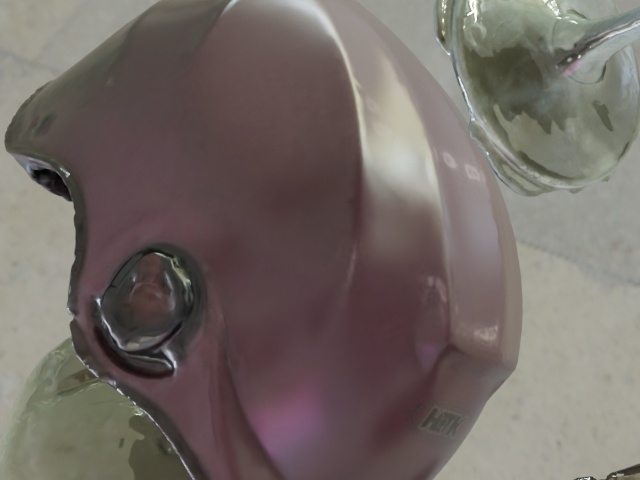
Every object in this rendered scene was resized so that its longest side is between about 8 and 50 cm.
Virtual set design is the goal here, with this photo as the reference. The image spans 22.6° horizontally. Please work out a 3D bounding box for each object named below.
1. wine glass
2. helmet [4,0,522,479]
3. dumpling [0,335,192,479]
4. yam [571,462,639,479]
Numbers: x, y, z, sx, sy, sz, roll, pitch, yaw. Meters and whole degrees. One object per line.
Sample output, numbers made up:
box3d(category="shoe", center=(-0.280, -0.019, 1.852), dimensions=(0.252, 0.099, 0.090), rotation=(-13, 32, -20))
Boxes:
box3d(category="wine glass", center=(0.160, -0.098, 0.599), dimensions=(0.232, 0.156, 0.156), rotation=(-20, 42, 51))
box3d(category="helmet", center=(0.000, 0.000, 0.852), dimensions=(0.197, 0.271, 0.338), rotation=(-38, 60, 14))
box3d(category="dumpling", center=(-0.113, 0.175, 0.964), dimensions=(0.187, 0.243, 0.318), rotation=(18, 37, -5))
box3d(category="yam", center=(0.075, 0.112, 0.341), dimensions=(0.084, 0.084, 0.127), rotation=(-16, 89, 10))
